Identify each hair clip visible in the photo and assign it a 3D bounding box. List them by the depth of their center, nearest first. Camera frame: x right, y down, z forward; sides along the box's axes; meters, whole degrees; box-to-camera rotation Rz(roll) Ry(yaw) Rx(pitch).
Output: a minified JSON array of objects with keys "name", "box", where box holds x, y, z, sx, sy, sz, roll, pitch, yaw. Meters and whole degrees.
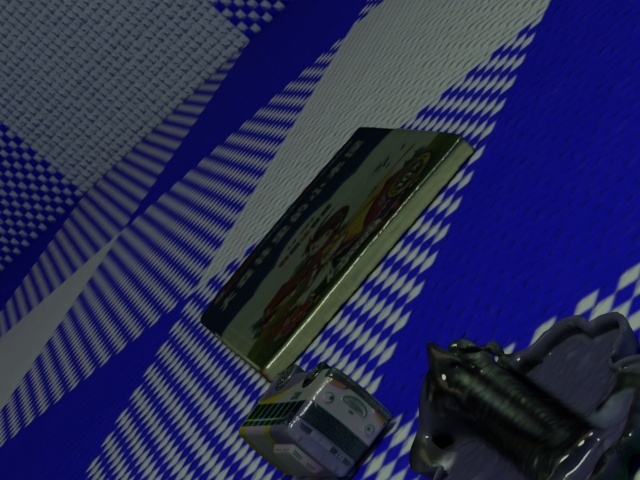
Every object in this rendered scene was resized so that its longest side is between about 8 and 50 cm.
[{"name":"hair clip","box":[0.092,0.077,0.801,0.124,0.052,0.195,-55,18,-4]}]

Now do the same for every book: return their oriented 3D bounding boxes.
[{"name":"book","box":[0.000,0.000,1.411,0.228,0.018,0.322,-49,13,-5]}]

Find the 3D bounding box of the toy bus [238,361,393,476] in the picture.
[{"name":"toy bus","box":[-0.005,0.106,1.028,0.058,0.052,0.102,-53,12,-17]}]
